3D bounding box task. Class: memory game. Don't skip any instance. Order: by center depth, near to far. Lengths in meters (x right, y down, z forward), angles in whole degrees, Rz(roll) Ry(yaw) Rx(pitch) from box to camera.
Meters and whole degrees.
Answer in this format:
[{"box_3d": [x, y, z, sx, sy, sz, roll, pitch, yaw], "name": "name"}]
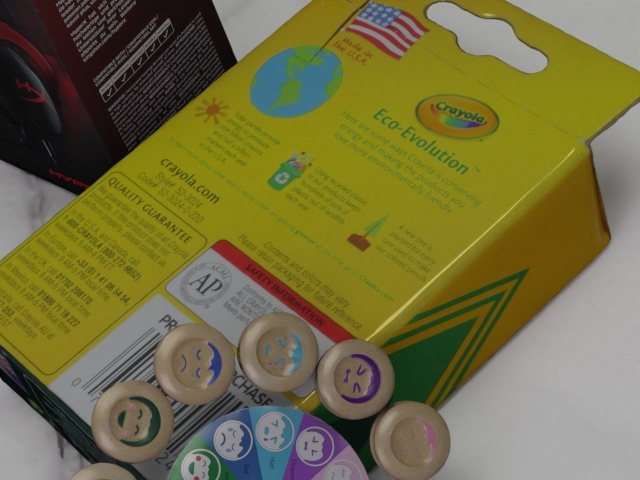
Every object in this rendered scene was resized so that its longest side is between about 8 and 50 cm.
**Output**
[{"box_3d": [-0.023, 0.123, 0.831, 0.186, 0.012, 0.186, 2, 81, -15], "name": "memory game"}]

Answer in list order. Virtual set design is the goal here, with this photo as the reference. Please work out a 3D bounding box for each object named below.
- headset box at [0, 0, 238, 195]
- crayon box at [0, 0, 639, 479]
[{"box_3d": [-0.186, -0.169, 1.020, 0.218, 0.293, 0.110, 24, 62, 32], "name": "headset box"}, {"box_3d": [0.000, 0.000, 0.958, 0.318, 0.081, 0.202, -41, 51, -15], "name": "crayon box"}]
